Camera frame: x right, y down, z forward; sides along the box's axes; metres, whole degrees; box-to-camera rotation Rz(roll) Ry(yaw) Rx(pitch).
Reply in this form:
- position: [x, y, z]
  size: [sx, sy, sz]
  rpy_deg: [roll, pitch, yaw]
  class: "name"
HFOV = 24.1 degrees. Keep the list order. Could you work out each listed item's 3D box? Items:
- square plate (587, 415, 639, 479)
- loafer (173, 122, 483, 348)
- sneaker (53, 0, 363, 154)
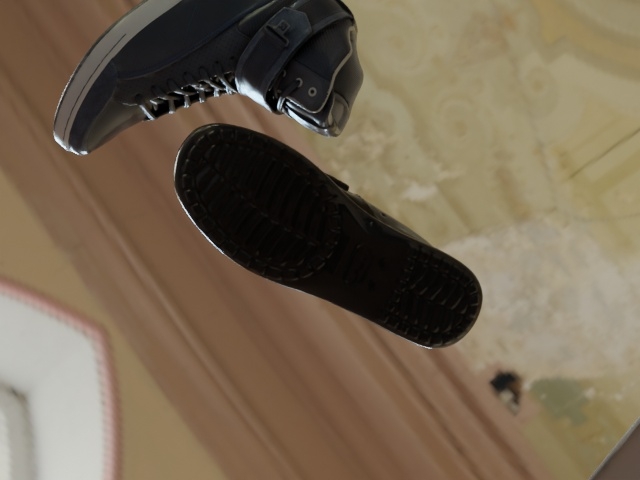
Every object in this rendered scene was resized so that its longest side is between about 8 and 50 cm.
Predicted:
- position: [0.275, 0.055, 0.756]
  size: [0.049, 0.347, 0.344]
  rpy_deg: [49, -54, 26]
  class: "square plate"
- position: [0.000, 0.000, 0.980]
  size: [0.220, 0.078, 0.080]
  rpy_deg: [34, -88, -8]
  class: "loafer"
- position: [-0.074, -0.109, 1.096]
  size: [0.226, 0.086, 0.163]
  rpy_deg: [-44, -103, 1]
  class: "sneaker"
